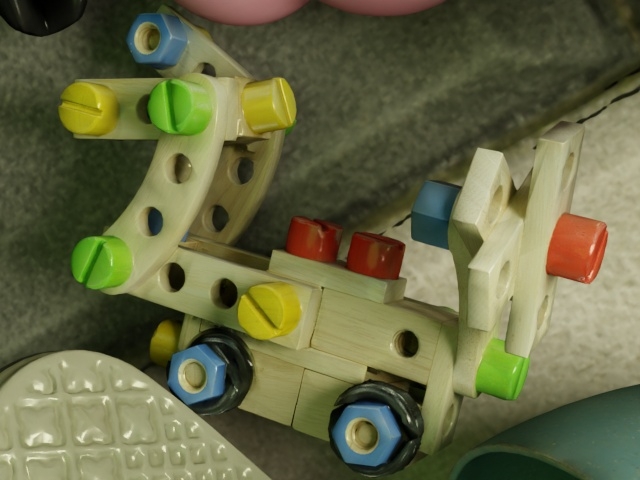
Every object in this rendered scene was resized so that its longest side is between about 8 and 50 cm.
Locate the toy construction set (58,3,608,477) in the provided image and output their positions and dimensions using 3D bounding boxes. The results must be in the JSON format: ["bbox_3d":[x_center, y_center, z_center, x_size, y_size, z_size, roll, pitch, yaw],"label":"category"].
[{"bbox_3d":[0.000,0.000,0.602,0.328,0.151,0.215,18,98,38],"label":"toy construction set"}]

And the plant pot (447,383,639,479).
[{"bbox_3d":[0.225,0.177,0.534,0.195,0.290,0.290,-27,89,-20],"label":"plant pot"}]

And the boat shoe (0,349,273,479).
[{"bbox_3d":[-0.025,0.266,0.630,0.500,0.186,0.156,45,133,-11],"label":"boat shoe"}]

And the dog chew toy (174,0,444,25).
[{"bbox_3d":[0.043,-0.205,0.560,0.332,0.207,0.206,-18,92,24],"label":"dog chew toy"}]

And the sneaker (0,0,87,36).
[{"bbox_3d":[-0.134,-0.226,0.581,0.124,0.107,0.283,63,153,25],"label":"sneaker"}]
